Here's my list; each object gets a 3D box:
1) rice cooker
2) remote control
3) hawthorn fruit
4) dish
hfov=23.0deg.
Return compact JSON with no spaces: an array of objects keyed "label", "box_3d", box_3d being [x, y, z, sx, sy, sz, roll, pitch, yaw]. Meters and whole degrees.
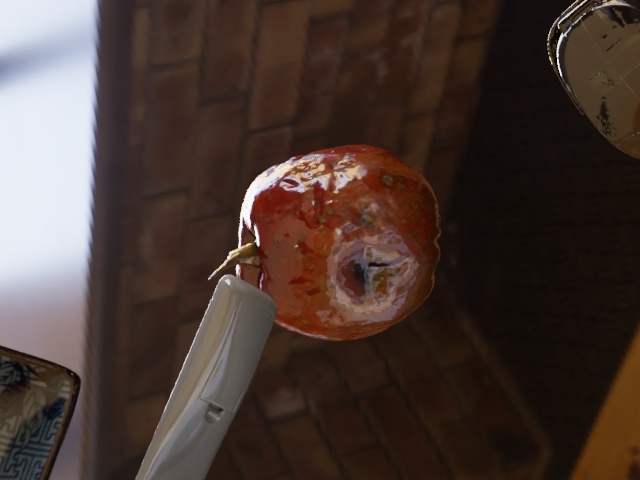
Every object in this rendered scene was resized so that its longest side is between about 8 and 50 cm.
[{"label":"rice cooker","box_3d":[0.273,-0.141,1.353,0.112,0.106,0.165,-38,72,18]},{"label":"remote control","box_3d":[-0.075,0.113,0.996,0.027,0.050,0.184,13,77,48]},{"label":"hawthorn fruit","box_3d":[0.022,-0.002,1.970,0.258,0.262,0.258,13,-90,-82]},{"label":"dish","box_3d":[-0.329,0.155,1.224,0.080,0.243,0.181,123,165,-69]}]
